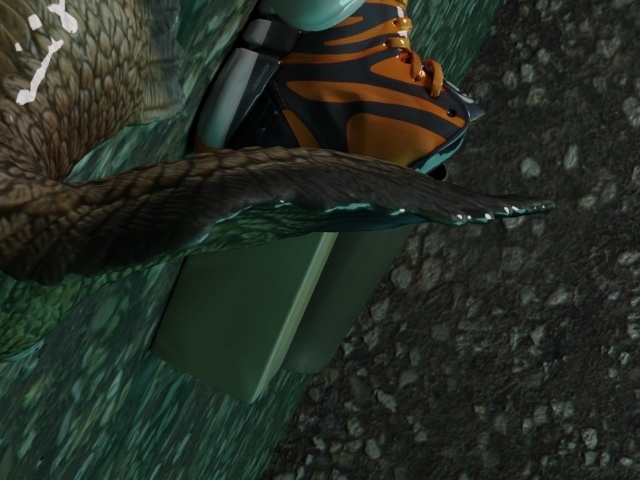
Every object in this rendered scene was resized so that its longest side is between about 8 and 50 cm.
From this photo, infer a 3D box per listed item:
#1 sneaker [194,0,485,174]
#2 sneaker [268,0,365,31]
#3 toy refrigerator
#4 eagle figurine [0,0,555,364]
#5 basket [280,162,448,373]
[{"bbox_3d":[0.054,-0.159,1.241,0.321,0.180,0.124,-63,174,-2],"label":"sneaker"},{"bbox_3d":[0.011,-0.239,0.988,0.235,0.094,0.153,-65,172,10],"label":"sneaker"},{"bbox_3d":[-0.042,-0.008,1.425,0.269,0.102,0.094,-67,173,24],"label":"toy refrigerator"},{"bbox_3d":[-0.091,-0.014,0.597,0.298,0.226,0.225,-43,-158,-25],"label":"eagle figurine"},{"bbox_3d":[0.000,0.000,1.606,0.227,0.154,0.204,-62,173,16],"label":"basket"}]
